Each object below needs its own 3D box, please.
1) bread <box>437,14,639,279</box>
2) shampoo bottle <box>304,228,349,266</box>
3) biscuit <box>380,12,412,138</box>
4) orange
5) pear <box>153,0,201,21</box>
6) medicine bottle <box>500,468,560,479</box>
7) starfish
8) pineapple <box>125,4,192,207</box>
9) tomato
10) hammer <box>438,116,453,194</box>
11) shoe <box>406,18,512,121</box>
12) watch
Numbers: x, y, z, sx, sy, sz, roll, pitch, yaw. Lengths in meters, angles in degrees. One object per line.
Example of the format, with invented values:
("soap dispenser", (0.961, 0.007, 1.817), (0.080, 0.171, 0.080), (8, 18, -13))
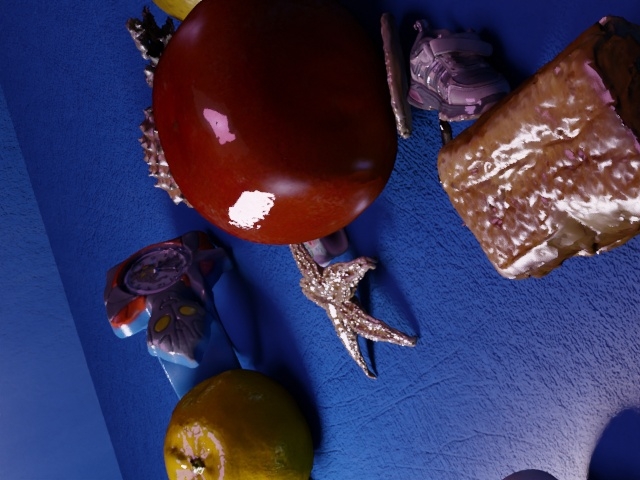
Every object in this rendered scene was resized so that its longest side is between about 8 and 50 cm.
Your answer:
("bread", (0.251, -0.082, 1.254), (0.195, 0.149, 0.344), (58, 155, 0))
("shampoo bottle", (0.000, 0.000, 1.986), (0.072, 0.043, 0.099), (63, 156, 5))
("biscuit", (0.091, -0.194, 1.583), (0.152, 0.020, 0.152), (-9, -90, -82))
("orange", (-0.145, 0.363, 2.327), (0.279, 0.235, 0.279), (11, 105, 47))
("pear", (-0.195, -0.467, 1.861), (0.340, 0.191, 0.386), (34, 139, 50))
("medicine bottle", (0.302, 0.366, 1.465), (0.293, 0.170, 0.170), (29, 133, 59))
("starfish", (0.040, 0.096, 1.920), (0.231, 0.048, 0.295), (8, 130, 53))
("pineapple", (-0.219, -0.201, 2.077), (0.175, 0.175, 0.361), (48, 165, 41))
("tomato", (-0.055, -0.159, 1.676), (0.293, 0.289, 0.325), (-32, 76, 61))
("hammer", (0.152, -0.092, 1.545), (0.065, 0.021, 0.178), (54, 172, 25))
("shoe", (0.152, -0.188, 1.466), (0.180, 0.089, 0.092), (-143, 41, -64))
("watch", (-0.234, 0.167, 2.431), (0.305, 0.241, 0.274), (-119, 7, -48))
